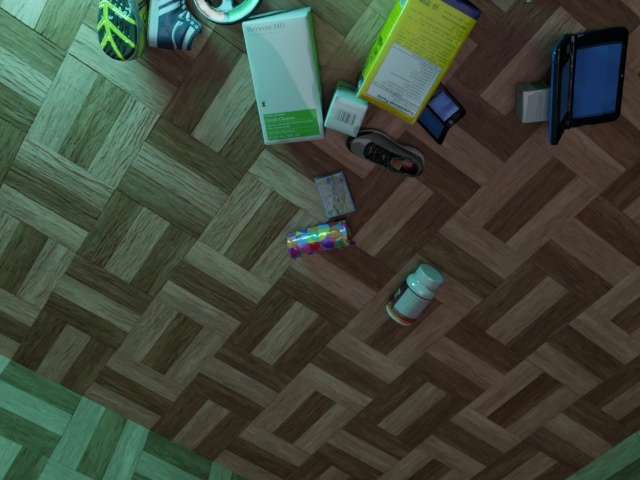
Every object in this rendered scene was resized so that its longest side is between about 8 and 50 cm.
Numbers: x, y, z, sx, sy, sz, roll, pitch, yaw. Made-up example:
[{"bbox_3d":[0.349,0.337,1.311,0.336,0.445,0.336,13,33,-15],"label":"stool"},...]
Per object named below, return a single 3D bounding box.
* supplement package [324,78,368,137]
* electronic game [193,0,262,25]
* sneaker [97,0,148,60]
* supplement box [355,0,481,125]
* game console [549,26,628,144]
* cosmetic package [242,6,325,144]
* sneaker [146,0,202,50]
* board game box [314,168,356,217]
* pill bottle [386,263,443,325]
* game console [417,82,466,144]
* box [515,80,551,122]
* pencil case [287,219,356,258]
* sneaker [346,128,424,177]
[{"bbox_3d":[0.080,-0.405,1.806,0.105,0.179,0.105,17,120,-7],"label":"supplement package"},{"bbox_3d":[-0.257,-0.720,1.665,0.229,0.048,0.229,0,91,15],"label":"electronic game"},{"bbox_3d":[-0.564,-0.711,1.696,0.145,0.147,0.385,8,102,1],"label":"sneaker"},{"bbox_3d":[0.267,-0.550,1.704,0.194,0.195,0.357,25,118,-11],"label":"supplement box"},{"bbox_3d":[0.790,-0.453,1.754,0.173,0.250,0.293,8,124,30],"label":"game console"},{"bbox_3d":[-0.099,-0.491,1.781,0.196,0.155,0.366,-6,121,7],"label":"cosmetic package"},{"bbox_3d":[-0.410,-0.691,1.716,0.153,0.099,0.282,9,114,-11],"label":"sneaker"},{"bbox_3d":[0.051,-0.159,2.038,0.103,0.026,0.154,-15,118,11],"label":"board game box"},{"bbox_3d":[0.346,0.198,2.176,0.121,0.121,0.221,26,118,-12],"label":"pill bottle"},{"bbox_3d":[0.371,-0.396,1.851,0.124,0.085,0.144,-40,111,23],"label":"game console"},{"bbox_3d":[0.648,-0.423,1.811,0.087,0.101,0.102,-6,118,7],"label":"box"},{"bbox_3d":[0.000,0.000,2.094,0.236,0.104,0.104,-11,119,11],"label":"pencil case"},{"bbox_3d":[0.213,-0.279,1.915,0.271,0.108,0.100,19,121,-6],"label":"sneaker"}]
